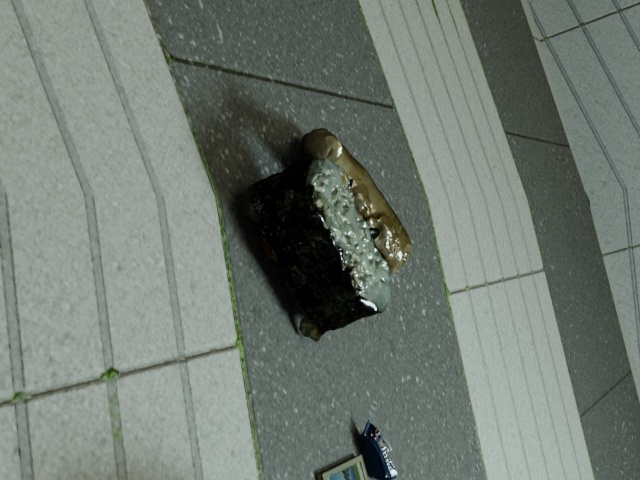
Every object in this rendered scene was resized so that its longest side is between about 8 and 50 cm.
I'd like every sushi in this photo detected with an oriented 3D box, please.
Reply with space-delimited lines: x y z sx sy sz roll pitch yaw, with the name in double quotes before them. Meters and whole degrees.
"sushi" 0.000 0.000 1.183 0.212 0.115 0.147 60 31 -24

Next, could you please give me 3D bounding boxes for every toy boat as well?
"toy boat" 0.074 0.267 1.247 0.038 0.038 0.083 -33 103 -63

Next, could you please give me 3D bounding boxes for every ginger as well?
"ginger" 0.043 -0.054 1.326 0.333 0.080 0.166 47 1 -43

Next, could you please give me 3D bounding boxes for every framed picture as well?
"framed picture" 0.042 0.339 1.170 0.109 0.011 0.149 -3 77 -63
